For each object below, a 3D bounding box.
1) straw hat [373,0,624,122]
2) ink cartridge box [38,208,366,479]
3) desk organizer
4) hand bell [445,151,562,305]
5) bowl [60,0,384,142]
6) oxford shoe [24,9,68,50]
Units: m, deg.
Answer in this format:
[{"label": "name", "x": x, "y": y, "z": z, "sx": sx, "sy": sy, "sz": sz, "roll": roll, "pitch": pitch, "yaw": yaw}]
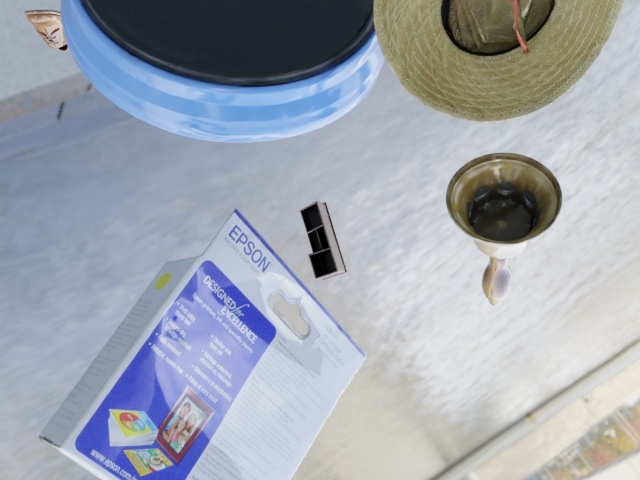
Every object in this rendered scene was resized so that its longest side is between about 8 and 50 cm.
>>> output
[{"label": "straw hat", "x": 0.108, "y": -0.143, "z": 0.457, "sx": 0.144, "sy": 0.144, "sz": 0.061, "roll": -45, "pitch": 177, "yaw": 20}, {"label": "ink cartridge box", "x": -0.112, "y": 0.173, "z": 0.878, "sx": 0.303, "sy": 0.072, "sz": 0.307, "roll": 51, "pitch": 59, "yaw": -35}, {"label": "desk organizer", "x": 0.000, "y": 0.000, "z": 1.309, "sx": 0.047, "sy": 0.130, "sz": 0.050, "roll": -19, "pitch": 172, "yaw": 16}, {"label": "hand bell", "x": 0.221, "y": 0.017, "z": 0.934, "sx": 0.126, "sy": 0.126, "sz": 0.242, "roll": -32, "pitch": 146, "yaw": -11}, {"label": "bowl", "x": -0.104, "y": -0.289, "z": 0.895, "sx": 0.391, "sy": 0.391, "sz": 0.077, "roll": -27, "pitch": 157, "yaw": -24}, {"label": "oxford shoe", "x": -0.628, "y": -0.492, "z": 1.778, "sx": 0.076, "sy": 0.076, "sz": 0.212, "roll": -2, "pitch": -179, "yaw": 3}]
